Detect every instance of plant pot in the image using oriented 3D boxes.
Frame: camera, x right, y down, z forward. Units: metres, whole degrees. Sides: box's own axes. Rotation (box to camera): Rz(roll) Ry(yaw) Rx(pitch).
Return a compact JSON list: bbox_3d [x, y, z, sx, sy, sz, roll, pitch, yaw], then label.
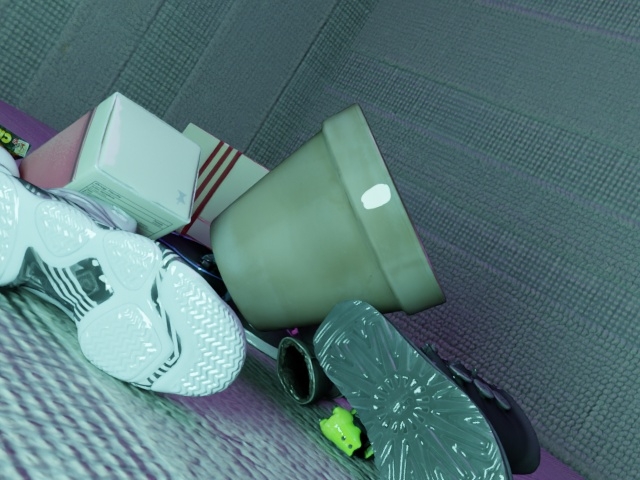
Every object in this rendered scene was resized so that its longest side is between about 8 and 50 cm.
[{"bbox_3d":[0.000,0.000,1.196,0.323,0.280,0.323,63,8,-16],"label":"plant pot"}]

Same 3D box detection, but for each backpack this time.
[{"bbox_3d":[-0.205,0.059,1.223,0.158,0.117,0.173,32,1,25],"label":"backpack"}]

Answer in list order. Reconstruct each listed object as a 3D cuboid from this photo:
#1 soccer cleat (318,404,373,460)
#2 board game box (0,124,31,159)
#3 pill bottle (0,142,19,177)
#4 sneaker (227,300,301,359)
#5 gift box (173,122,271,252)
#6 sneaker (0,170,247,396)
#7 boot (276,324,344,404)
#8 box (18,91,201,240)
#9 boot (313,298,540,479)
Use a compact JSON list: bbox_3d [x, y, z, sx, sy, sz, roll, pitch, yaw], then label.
[{"bbox_3d":[0.053,0.266,1.092,0.072,0.060,0.179,49,10,22],"label":"soccer cleat"},{"bbox_3d":[-0.572,-0.172,1.291,0.136,0.030,0.259,34,-19,-31],"label":"board game box"},{"bbox_3d":[-0.460,-0.091,1.051,0.103,0.103,0.184,31,1,-39],"label":"pill bottle"},{"bbox_3d":[-0.090,0.112,1.410,0.295,0.147,0.104,33,-1,-5],"label":"sneaker"},{"bbox_3d":[-0.262,-0.059,1.786,0.255,0.258,0.276,30,-19,6],"label":"gift box"},{"bbox_3d":[-0.227,0.038,0.879,0.365,0.137,0.210,29,3,7],"label":"sneaker"},{"bbox_3d":[-0.023,0.175,1.268,0.190,0.076,0.208,64,17,21],"label":"boot"},{"bbox_3d":[-0.293,-0.069,1.062,0.232,0.127,0.148,-23,-41,36],"label":"box"},{"bbox_3d":[0.208,0.288,1.132,0.445,0.146,0.367,40,15,-51],"label":"boot"}]
